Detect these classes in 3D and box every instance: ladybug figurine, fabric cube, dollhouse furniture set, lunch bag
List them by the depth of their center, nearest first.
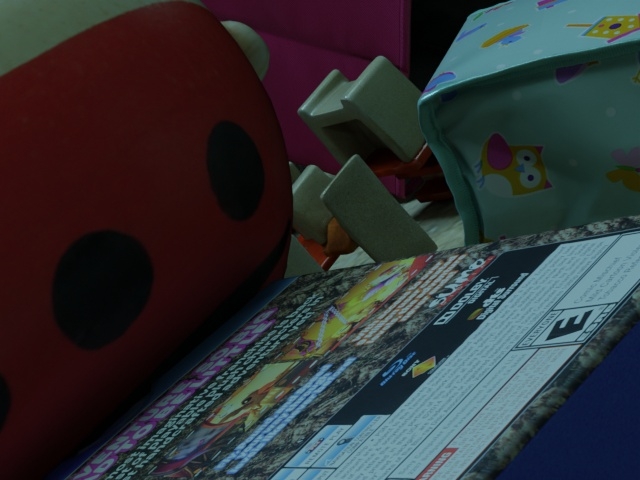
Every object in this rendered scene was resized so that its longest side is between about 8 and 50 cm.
[{"bbox_3d":[-0.161,0.057,0.745,0.162,0.305,0.449,31,70,26],"label":"ladybug figurine"},{"bbox_3d":[0.205,-0.084,0.880,0.262,0.160,0.223,-15,16,19],"label":"lunch bag"},{"bbox_3d":[0.000,0.000,1.166,0.259,0.135,0.262,-51,20,-22],"label":"dollhouse furniture set"},{"bbox_3d":[0.018,-0.231,1.362,0.258,0.259,0.254,19,40,24],"label":"fabric cube"}]

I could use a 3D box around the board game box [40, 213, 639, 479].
[{"bbox_3d":[0.021,0.121,0.599,0.232,0.141,0.291,-41,16,-31],"label":"board game box"}]

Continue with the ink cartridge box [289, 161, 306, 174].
[{"bbox_3d":[-0.155,0.004,1.419,0.207,0.117,0.283,-22,17,36],"label":"ink cartridge box"}]
